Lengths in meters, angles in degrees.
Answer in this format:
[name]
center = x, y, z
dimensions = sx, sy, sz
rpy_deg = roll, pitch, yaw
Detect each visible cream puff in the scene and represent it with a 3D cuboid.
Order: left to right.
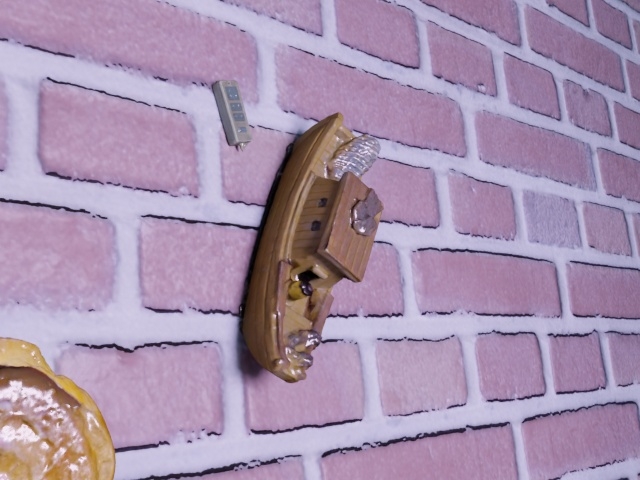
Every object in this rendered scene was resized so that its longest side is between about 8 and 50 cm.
[cream puff]
center = -0.246, 0.155, 0.552
dimensions = 0.189, 0.129, 0.189
rpy_deg = 2, 86, -39

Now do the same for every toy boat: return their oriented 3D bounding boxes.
[toy boat]
center = 0.000, 0.000, 0.859
dimensions = 0.089, 0.122, 0.321
rpy_deg = 41, 52, -37

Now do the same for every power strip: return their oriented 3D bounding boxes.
[power strip]
center = -0.095, -0.138, 0.876
dimensions = 0.027, 0.017, 0.083
rpy_deg = -15, 87, -45
